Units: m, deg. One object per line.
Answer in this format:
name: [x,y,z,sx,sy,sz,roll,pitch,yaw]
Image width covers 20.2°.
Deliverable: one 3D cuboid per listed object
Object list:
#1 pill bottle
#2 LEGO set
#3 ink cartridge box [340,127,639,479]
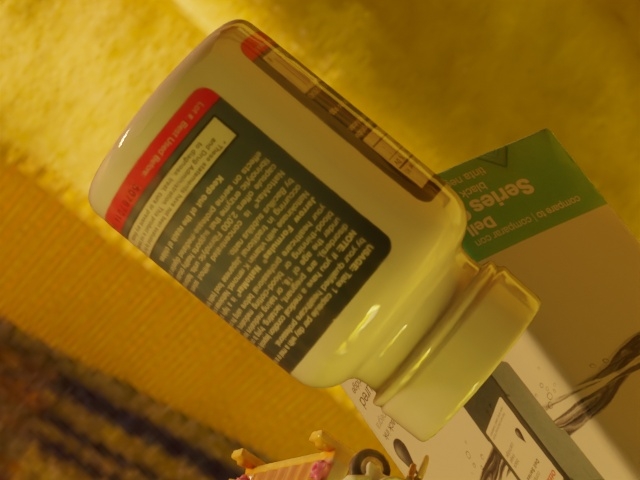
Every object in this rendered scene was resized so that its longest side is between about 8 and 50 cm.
pill bottle: [0.000,0.000,0.774,0.180,0.108,0.108,40,42,2]
LEGO set: [-0.013,0.196,0.989,0.132,0.287,0.107,26,62,-1]
ink cartridge box: [0.149,0.112,1.125,0.121,0.211,0.289,-22,64,-31]
